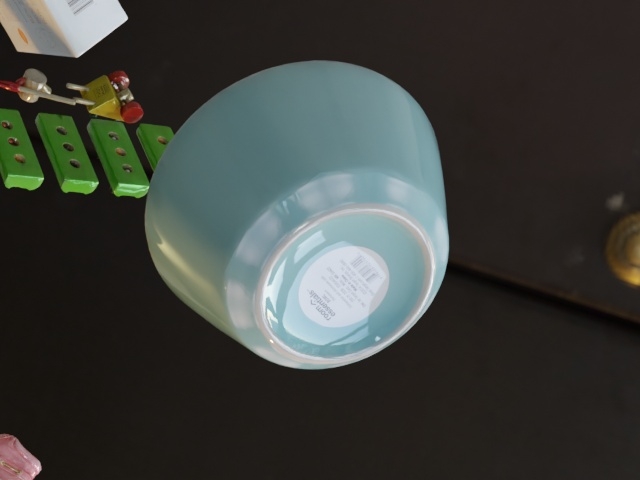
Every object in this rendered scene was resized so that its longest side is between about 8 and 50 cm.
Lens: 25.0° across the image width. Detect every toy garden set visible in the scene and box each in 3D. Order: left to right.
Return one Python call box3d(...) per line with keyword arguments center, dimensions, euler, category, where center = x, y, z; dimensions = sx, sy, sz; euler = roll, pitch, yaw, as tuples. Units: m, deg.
box3d(center=(-0.287, -0.123, 1.684), dimensions=(0.244, 0.049, 0.204), euler=(4, -135, -38), category="toy garden set")

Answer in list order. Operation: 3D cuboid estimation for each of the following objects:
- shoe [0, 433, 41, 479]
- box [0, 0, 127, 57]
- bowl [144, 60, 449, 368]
box3d(center=(-0.469, 0.292, 1.959), dimensions=(0.178, 0.063, 0.081), euler=(29, -133, 8), category="shoe")
box3d(center=(-0.349, -0.315, 1.842), dimensions=(0.170, 0.091, 0.130), euler=(15, 140, 51), category="box")
box3d(center=(0.000, 0.000, 1.388), dimensions=(0.311, 0.312, 0.163), euler=(17, -157, -30), category="bowl")
